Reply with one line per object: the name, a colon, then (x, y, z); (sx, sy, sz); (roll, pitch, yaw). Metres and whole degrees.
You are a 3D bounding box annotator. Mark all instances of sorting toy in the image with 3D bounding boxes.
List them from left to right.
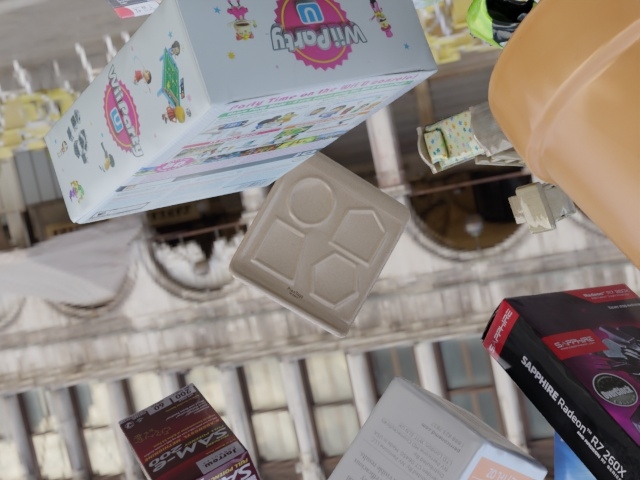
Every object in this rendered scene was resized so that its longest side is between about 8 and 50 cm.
sorting toy: (0.000, 0.000, 1.321); (0.193, 0.208, 0.038); (31, 170, -17)

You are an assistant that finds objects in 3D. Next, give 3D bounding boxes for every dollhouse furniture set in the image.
dollhouse furniture set: (0.181, -0.072, 1.142); (0.101, 0.160, 0.182); (-22, -177, -29)

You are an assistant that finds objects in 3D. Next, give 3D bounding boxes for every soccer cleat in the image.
soccer cleat: (0.253, -0.235, 1.122); (0.179, 0.060, 0.072); (27, 154, 5)

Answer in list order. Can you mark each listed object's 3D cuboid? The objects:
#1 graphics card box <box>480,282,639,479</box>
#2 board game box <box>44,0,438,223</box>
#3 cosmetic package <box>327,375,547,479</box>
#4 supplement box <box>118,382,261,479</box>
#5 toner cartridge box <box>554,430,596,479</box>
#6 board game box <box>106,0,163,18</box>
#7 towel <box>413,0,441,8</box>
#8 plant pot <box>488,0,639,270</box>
graphics card box: (0.401, 0.204, 1.214); (0.233, 0.094, 0.371); (-3, -141, -30)
board game box: (-0.081, -0.117, 0.852); (0.224, 0.097, 0.303); (-15, 174, -36)
cosmetic package: (0.081, 0.428, 1.278); (0.161, 0.453, 0.230); (33, -179, 39)
supplement box: (-0.189, 0.302, 1.376); (0.130, 0.073, 0.239); (-27, -155, -17)
toner cartridge box: (0.516, 0.310, 1.560); (0.075, 0.165, 0.348); (10, 163, -25)
board game box: (-0.133, -0.324, 0.960); (0.305, 0.053, 0.193); (-2, 146, 32)
towel: (0.233, -0.477, 1.192); (0.320, 0.090, 0.374); (-35, 157, -44)
plant pot: (0.294, -0.084, 0.697); (0.291, 0.203, 0.291); (-19, 157, -8)
